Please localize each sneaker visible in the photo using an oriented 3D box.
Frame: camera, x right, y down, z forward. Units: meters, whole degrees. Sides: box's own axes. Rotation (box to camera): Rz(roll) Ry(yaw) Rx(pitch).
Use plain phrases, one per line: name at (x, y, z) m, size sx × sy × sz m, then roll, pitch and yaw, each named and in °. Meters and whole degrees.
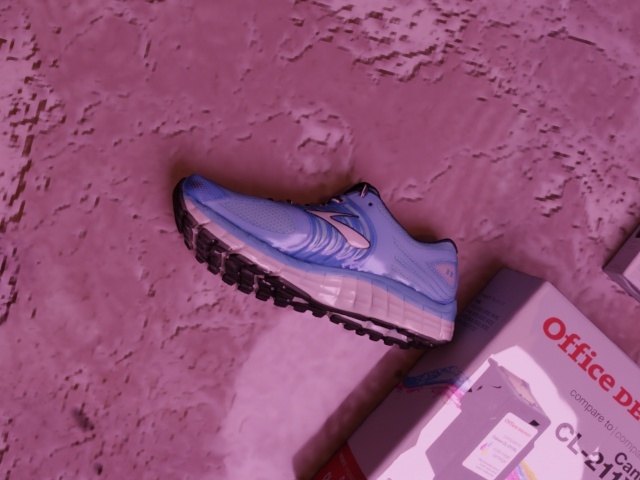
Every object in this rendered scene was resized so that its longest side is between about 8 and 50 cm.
sneaker at (0.000, 0.000, 0.476) m, size 0.162 × 0.063 × 0.073 m, roll 23°, pitch 72°, yaw -11°

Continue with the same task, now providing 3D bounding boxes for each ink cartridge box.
ink cartridge box at (0.094, 0.120, 0.476) m, size 0.127 × 0.072 × 0.175 m, roll 42°, pitch 88°, yaw -6°
ink cartridge box at (0.206, 0.001, 0.504) m, size 0.048 × 0.028 × 0.083 m, roll 40°, pitch 88°, yaw -7°
